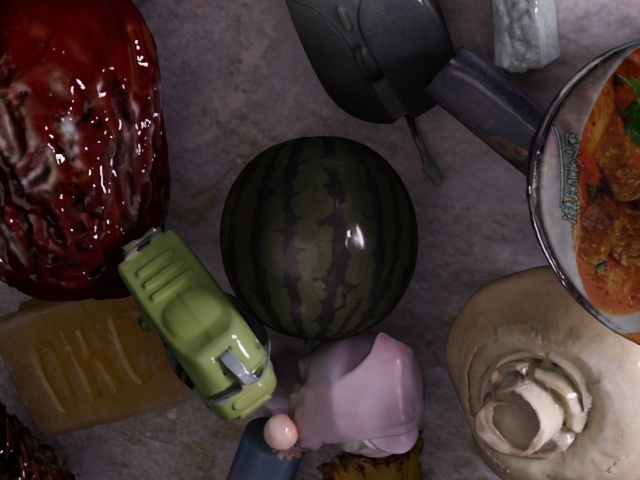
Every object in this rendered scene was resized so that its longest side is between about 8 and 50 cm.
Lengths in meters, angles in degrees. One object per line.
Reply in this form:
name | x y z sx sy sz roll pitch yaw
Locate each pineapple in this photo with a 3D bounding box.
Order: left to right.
pineapple | 0.040 0.303 1.704 0.135 0.079 0.233 19 118 24

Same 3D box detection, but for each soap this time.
soap | -0.249 0.127 1.787 0.274 0.089 0.173 -17 101 34

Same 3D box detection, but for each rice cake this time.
rice cake | 0.186 -0.253 1.408 0.063 0.069 0.207 3 109 28

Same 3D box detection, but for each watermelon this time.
watermelon | 0.000 0.000 1.526 0.212 0.212 0.212 11 114 25

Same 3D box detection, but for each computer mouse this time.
computer mouse | 0.046 -0.221 1.489 0.167 0.090 0.379 -15 103 33

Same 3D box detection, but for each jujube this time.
jujube | -0.288 -0.118 1.621 0.258 0.258 0.377 4 98 28

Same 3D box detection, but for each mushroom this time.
mushroom | 0.226 0.144 1.468 0.246 0.202 0.246 15 116 35

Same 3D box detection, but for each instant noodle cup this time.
instant noodle cup | 0.352 -0.063 1.304 0.296 0.214 0.296 11 114 25

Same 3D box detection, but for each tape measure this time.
tape measure | -0.113 0.101 1.563 0.200 0.106 0.175 47 169 32

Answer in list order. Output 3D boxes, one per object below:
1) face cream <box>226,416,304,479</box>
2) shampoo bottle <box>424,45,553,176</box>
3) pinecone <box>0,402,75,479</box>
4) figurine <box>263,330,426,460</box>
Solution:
face cream | -0.088 0.327 1.784 0.077 0.077 0.250 28 121 16
shampoo bottle | 0.207 -0.094 1.448 0.233 0.049 0.087 39 159 -3
pinecone | -0.429 0.351 1.881 0.295 0.242 0.298 -10 103 27
figurine | 0.014 0.167 1.618 0.276 0.200 0.133 -12 88 57
